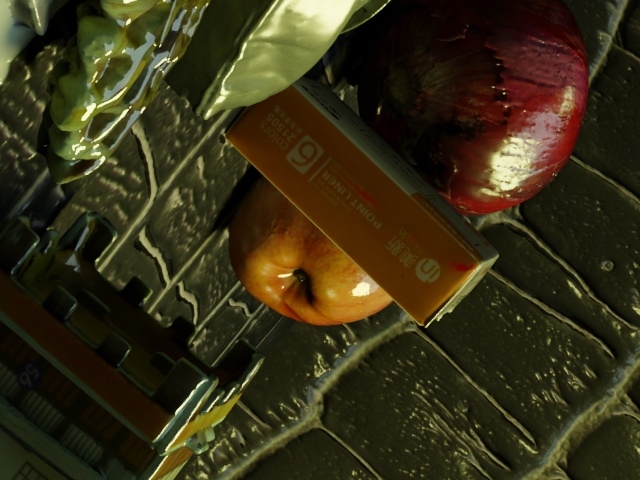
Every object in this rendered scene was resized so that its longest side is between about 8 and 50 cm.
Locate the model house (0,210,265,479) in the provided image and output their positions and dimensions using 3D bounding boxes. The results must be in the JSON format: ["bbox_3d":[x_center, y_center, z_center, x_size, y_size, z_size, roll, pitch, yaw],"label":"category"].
[{"bbox_3d":[-0.183,0.118,1.150,0.215,0.224,0.198,-52,174,9],"label":"model house"}]

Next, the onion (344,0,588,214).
[{"bbox_3d":[0.172,-0.164,1.740,0.276,0.276,0.276,-49,173,-8],"label":"onion"}]

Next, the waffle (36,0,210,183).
[{"bbox_3d":[-0.093,-0.138,0.921,0.223,0.054,0.204,-61,-176,-37],"label":"waffle"}]

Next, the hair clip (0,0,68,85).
[{"bbox_3d":[-0.137,-0.144,0.777,0.140,0.054,0.220,-52,177,-19],"label":"hair clip"}]

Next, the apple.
[{"bbox_3d":[0.000,0.000,1.776,0.164,0.209,0.209,-55,177,-34],"label":"apple"}]

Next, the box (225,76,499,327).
[{"bbox_3d":[0.049,-0.041,1.580,0.091,0.274,0.221,-46,176,10],"label":"box"}]

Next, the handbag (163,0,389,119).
[{"bbox_3d":[0.020,-0.214,1.131,0.253,0.109,0.316,-46,-179,30],"label":"handbag"}]
